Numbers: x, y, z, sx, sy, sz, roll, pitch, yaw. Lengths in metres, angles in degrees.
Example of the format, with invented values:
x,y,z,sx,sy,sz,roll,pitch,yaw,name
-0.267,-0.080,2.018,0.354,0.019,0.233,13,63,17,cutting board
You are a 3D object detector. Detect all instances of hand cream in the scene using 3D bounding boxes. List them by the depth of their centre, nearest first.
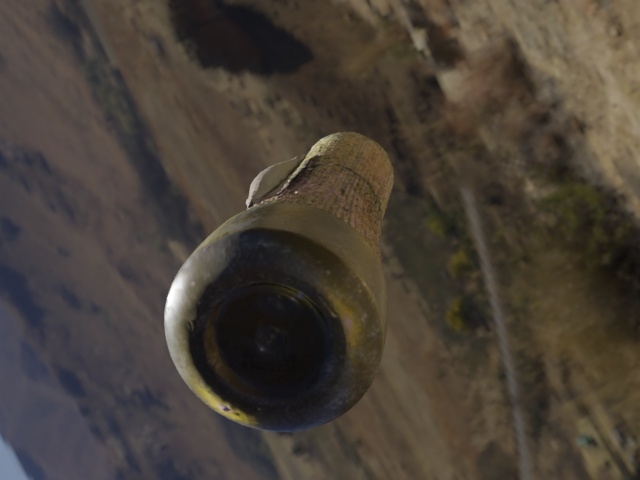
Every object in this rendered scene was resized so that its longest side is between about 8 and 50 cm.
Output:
x,y,z,sx,sy,sz,roll,pitch,yaw,name
0.000,0.000,0.610,0.084,0.084,0.203,65,-161,-16,hand cream
